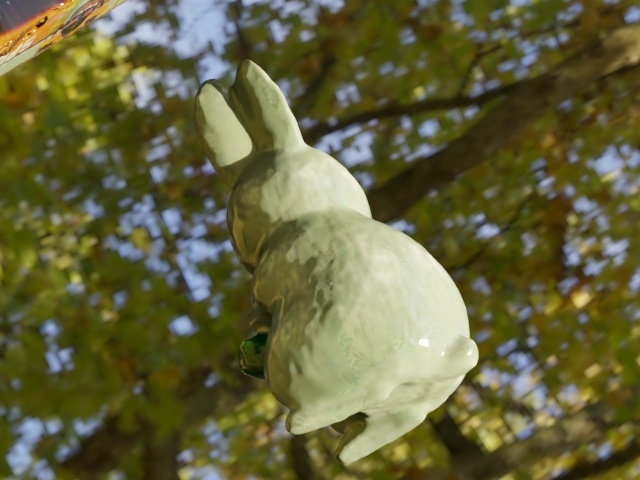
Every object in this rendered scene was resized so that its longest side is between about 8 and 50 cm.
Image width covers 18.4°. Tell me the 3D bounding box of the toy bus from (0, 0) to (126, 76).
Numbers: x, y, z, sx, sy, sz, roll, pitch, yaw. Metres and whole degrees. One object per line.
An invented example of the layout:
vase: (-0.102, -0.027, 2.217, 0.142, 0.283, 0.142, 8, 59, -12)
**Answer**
toy bus: (-0.182, -0.172, 1.254, 0.093, 0.409, 0.092, 48, -43, 4)

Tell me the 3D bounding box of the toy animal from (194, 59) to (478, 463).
toy animal: (0.005, 0.008, 1.123, 0.138, 0.108, 0.236, -24, -126, 15)
